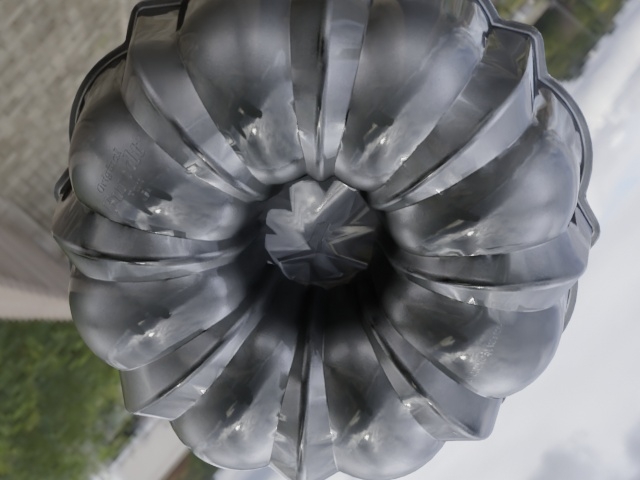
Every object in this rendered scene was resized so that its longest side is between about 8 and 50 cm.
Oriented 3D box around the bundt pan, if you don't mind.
[{"bbox_3d":[0.000,0.000,0.802,0.331,0.331,0.124,-49,-170,16],"label":"bundt pan"}]
